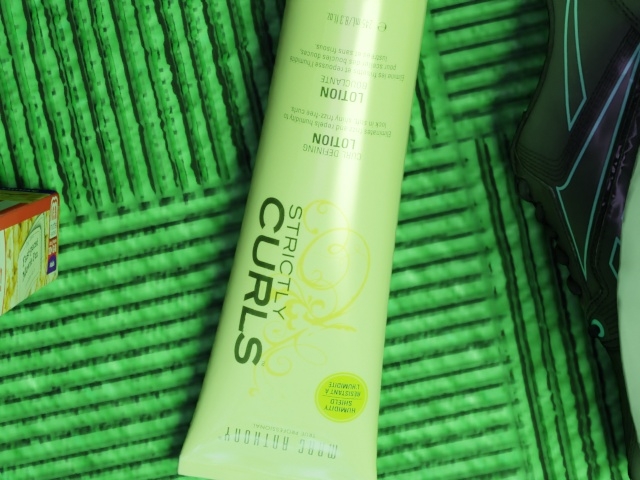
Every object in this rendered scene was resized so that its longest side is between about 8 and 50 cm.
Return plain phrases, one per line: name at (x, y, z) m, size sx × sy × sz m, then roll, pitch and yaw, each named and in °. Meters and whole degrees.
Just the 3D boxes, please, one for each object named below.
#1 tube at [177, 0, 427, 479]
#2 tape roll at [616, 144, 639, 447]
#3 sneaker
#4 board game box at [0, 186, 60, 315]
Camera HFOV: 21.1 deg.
tube at (0.000, 0.000, 0.769) m, size 0.070 × 0.062 × 0.240 m, roll 20°, pitch 105°, yaw 40°
tape roll at (0.204, 0.006, 0.683) m, size 0.072 × 0.219 × 0.219 m, roll 8°, pitch 98°, yaw 40°
sneaker at (0.144, -0.014, 0.757) m, size 0.106 × 0.101 × 0.267 m, roll 4°, pitch 100°, yaw 26°
board game box at (-0.196, 0.004, 0.705) m, size 0.147 × 0.193 × 0.045 m, roll 3°, pitch 96°, yaw 1°
